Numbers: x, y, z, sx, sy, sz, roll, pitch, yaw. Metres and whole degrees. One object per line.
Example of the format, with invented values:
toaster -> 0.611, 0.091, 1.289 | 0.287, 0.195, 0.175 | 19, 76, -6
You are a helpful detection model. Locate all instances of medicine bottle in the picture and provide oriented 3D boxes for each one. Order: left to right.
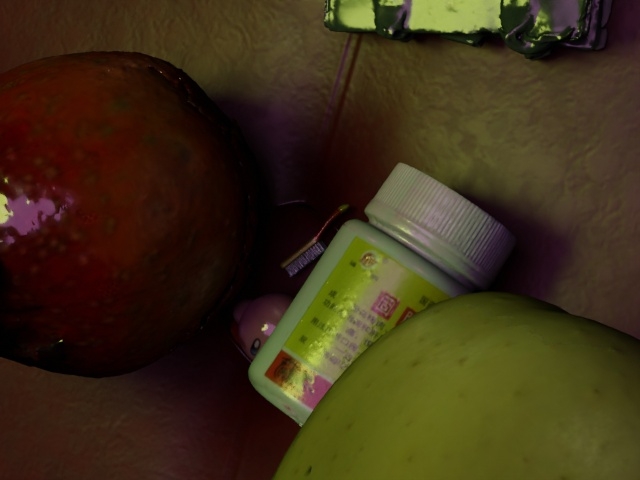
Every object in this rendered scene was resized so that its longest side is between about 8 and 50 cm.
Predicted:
medicine bottle -> 0.052, 0.061, 1.434 | 0.139, 0.139, 0.225 | 32, 87, 21

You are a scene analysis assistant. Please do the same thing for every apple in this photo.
apple -> 0.150, 0.272, 1.223 | 0.474, 0.473, 0.473 | -2, 86, 23

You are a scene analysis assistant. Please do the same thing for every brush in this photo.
brush -> 0.000, 0.000, 1.537 | 0.083, 0.019, 0.021 | -45, 81, 14

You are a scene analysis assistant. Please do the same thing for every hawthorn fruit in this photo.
hawthorn fruit -> -0.209, -0.019, 1.476 | 0.316, 0.316, 0.316 | -2, 86, 23

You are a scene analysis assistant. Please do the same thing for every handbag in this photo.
handbag -> 0.128, -0.288, 1.472 | 0.247, 0.079, 0.260 | 6, 91, 25

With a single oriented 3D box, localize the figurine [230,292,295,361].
figurine -> -0.041, 0.079, 1.523 | 0.083, 0.071, 0.067 | 39, 59, 12
